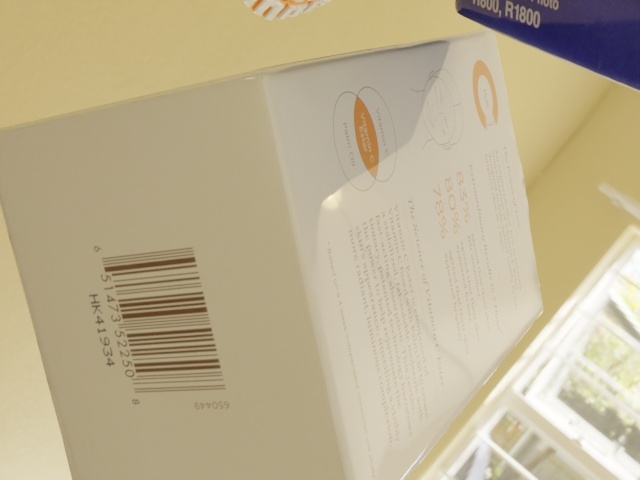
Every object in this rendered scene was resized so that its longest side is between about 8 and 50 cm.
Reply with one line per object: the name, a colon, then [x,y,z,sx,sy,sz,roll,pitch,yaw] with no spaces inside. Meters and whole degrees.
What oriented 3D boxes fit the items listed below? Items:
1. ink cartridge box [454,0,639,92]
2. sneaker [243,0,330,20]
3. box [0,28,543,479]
ink cartridge box: [0.221,-0.097,0.519,0.330,0.071,0.324,6,21,-27]
sneaker: [-0.001,-0.266,0.908,0.084,0.215,0.083,-23,-87,48]
box: [0.000,0.000,0.599,0.345,0.168,0.215,-28,108,-60]
